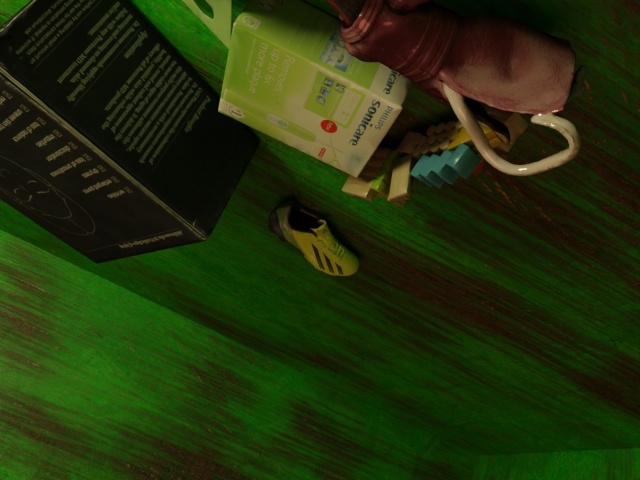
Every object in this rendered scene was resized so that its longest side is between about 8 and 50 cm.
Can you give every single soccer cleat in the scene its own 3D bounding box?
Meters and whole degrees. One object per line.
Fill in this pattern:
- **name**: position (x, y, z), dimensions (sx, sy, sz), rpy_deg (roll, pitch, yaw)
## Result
- **soccer cleat**: position (-0.001, 0.001, 1.307), dimensions (0.289, 0.093, 0.121), rpy_deg (35, 140, -22)

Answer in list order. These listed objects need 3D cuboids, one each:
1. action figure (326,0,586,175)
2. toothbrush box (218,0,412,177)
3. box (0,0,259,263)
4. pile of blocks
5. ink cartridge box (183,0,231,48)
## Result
- **action figure**: position (0.134, -0.247, 0.676), dimensions (0.370, 0.275, 0.248), rpy_deg (17, 158, -19)
- **toothbrush box**: position (-0.012, -0.261, 0.871), dimensions (0.283, 0.122, 0.206), rpy_deg (24, 150, -7)
- **box**: position (-0.483, -0.213, 1.076), dimensions (0.480, 0.297, 0.472), rpy_deg (-9, 136, 41)
- **pile of blocks**: position (0.206, -0.125, 0.918), dimensions (0.113, 0.148, 0.362), rpy_deg (30, 152, -34)
- **ink cartridge box**: position (-0.191, -0.411, 0.729), dimensions (0.171, 0.056, 0.235), rpy_deg (49, 149, 17)
